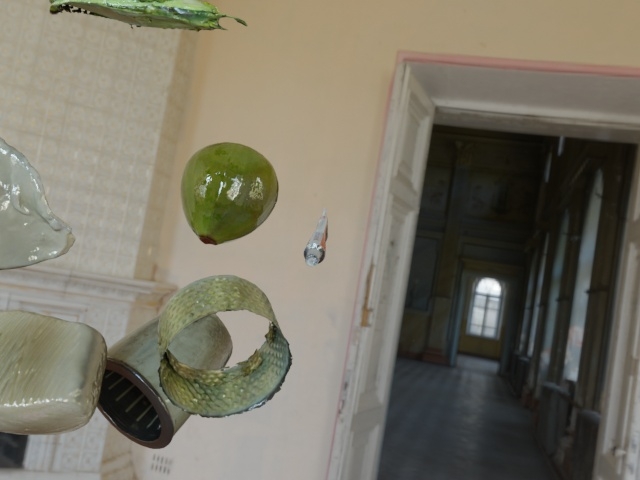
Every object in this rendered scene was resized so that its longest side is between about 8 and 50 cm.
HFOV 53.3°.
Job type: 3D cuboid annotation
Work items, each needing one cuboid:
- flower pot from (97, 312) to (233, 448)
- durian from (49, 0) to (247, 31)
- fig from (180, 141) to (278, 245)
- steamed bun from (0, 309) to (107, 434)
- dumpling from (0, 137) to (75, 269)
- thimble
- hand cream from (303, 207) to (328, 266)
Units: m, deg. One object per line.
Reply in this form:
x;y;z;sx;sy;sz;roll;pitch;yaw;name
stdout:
-0.411;0.344;1.729;0.293;0.294;0.330;7;32;33;flower pot
-0.324;-0.449;1.187;0.374;0.107;0.132;4;-3;1;durian
-0.281;-0.127;1.887;0.315;0.317;0.316;10;-4;1;fig
-0.669;0.309;1.415;0.383;0.247;0.236;4;-41;-1;steamed bun
-0.311;-0.040;0.581;0.187;0.127;0.108;11;26;11;dumpling
-0.204;0.221;1.327;0.270;0.271;0.150;11;24;-23;thimble
-0.002;0.001;1.153;0.038;0.052;0.216;26;21;-1;hand cream
